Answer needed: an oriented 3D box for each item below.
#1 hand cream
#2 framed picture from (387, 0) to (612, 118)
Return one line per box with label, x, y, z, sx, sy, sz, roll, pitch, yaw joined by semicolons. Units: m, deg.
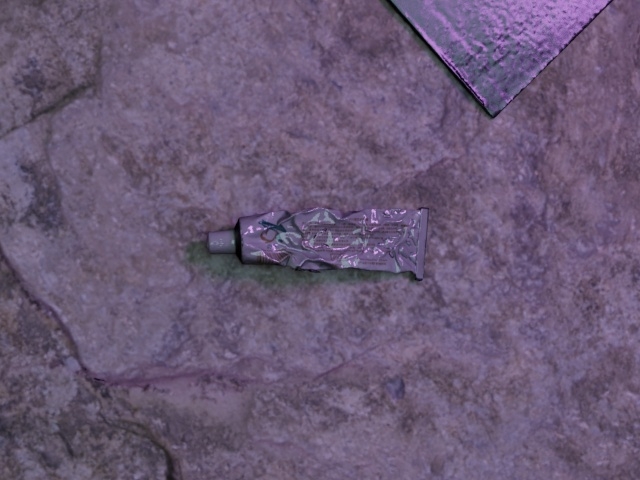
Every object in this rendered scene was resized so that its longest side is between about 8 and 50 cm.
hand cream;0.001;0.000;1.713;0.257;0.050;0.084;2;86;-15
framed picture;0.230;-0.347;1.782;0.338;0.014;0.255;-45;99;-9
